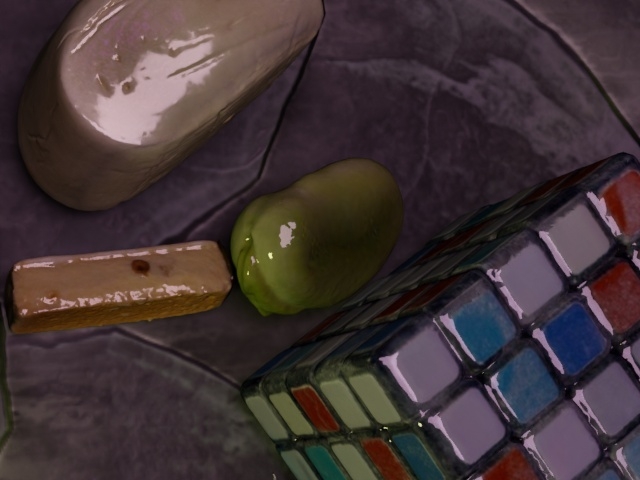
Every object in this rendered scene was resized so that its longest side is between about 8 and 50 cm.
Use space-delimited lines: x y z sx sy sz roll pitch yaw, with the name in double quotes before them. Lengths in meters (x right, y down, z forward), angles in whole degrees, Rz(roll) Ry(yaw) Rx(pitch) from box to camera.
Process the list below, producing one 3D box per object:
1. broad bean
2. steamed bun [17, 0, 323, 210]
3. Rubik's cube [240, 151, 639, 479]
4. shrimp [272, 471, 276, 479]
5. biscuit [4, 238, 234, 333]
"broad bean" 0.000 0.000 1.434 0.174 0.082 0.124 -16 117 -34
"steamed bun" -0.133 -0.149 1.368 0.155 0.200 0.250 48 63 -3
"Rubik's cube" 0.159 0.141 1.349 0.292 0.293 0.287 -37 96 -23
"shrimp" -0.005 0.350 1.338 0.145 0.116 0.343 -17 81 -25
"biscuit" -0.167 0.036 1.391 0.188 0.052 0.056 -7 67 -23
